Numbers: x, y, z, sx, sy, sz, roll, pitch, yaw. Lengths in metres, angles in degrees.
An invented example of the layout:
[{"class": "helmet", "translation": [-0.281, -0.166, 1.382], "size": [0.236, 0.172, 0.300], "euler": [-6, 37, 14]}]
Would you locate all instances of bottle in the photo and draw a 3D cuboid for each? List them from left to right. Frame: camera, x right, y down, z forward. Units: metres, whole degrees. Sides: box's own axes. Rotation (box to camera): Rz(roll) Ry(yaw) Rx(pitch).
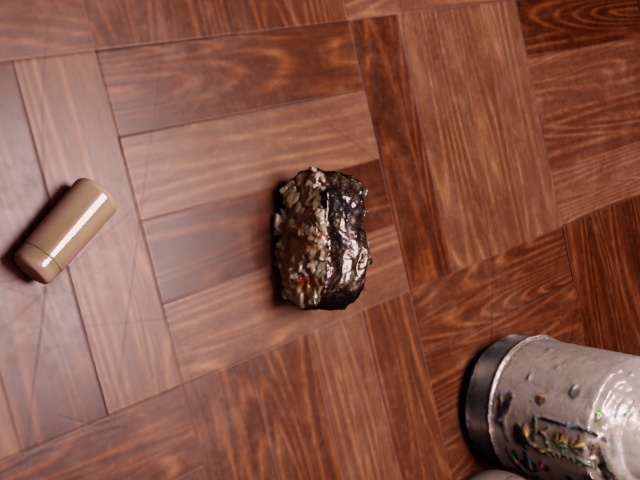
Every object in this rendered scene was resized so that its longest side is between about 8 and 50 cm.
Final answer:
[{"class": "bottle", "translation": [-0.226, -0.008, 0.774], "size": [0.045, 0.045, 0.096], "euler": [49, 61, -25]}]

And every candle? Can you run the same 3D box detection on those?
[{"class": "candle", "translation": [0.334, 0.220, 1.042], "size": [0.187, 0.330, 0.187], "euler": [-3, 95, -36]}]

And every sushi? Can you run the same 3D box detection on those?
[{"class": "sushi", "translation": [0.000, 0.000, 0.931], "size": [0.078, 0.090, 0.150], "euler": [8, 80, -43]}]

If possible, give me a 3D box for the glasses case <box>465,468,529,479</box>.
[{"class": "glasses case", "translation": [0.124, 0.345, 0.988], "size": [0.299, 0.114, 0.060], "euler": [-17, 96, -39]}]
